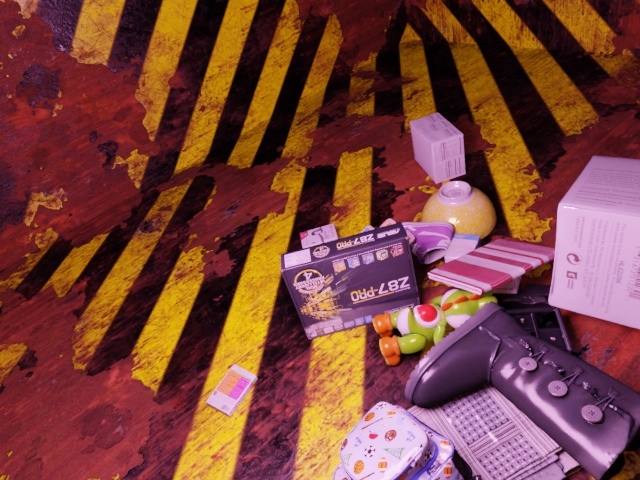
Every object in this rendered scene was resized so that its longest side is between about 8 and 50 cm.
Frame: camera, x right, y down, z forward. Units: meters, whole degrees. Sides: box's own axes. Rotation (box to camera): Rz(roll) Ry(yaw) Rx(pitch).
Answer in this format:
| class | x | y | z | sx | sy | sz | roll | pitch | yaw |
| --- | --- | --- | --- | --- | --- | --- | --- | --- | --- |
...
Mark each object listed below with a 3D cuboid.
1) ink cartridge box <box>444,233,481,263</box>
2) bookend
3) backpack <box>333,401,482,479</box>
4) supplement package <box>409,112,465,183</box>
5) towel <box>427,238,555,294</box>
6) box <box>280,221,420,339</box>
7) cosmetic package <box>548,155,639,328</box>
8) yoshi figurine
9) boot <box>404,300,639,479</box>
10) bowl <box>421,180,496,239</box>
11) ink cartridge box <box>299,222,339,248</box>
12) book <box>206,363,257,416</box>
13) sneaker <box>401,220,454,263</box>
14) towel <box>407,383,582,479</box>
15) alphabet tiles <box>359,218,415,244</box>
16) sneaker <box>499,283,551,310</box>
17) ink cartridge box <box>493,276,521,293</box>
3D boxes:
| class | x | y | z | sx | sy | sz | roll | pitch | yaw |
| --- | --- | --- | --- | --- | --- | --- | --- | --- | --- |
| ink cartridge box | 0.490 | 0.058 | 1.631 | 0.089 | 0.092 | 0.143 | 9 | 44 | 32 |
| bookend | 0.603 | 0.270 | 1.330 | 0.157 | 0.073 | 0.156 | -7 | 39 | 16 |
| backpack | 0.162 | 0.518 | 1.049 | 0.263 | 0.213 | 0.276 | -48 | 20 | -13 |
| supplement package | 0.524 | -0.418 | 2.128 | 0.145 | 0.204 | 0.262 | -18 | 37 | -1 |
| towel | 0.523 | 0.077 | 1.437 | 0.328 | 0.037 | 0.237 | -21 | 16 | -23 |
| box | 0.102 | 0.135 | 1.510 | 0.394 | 0.319 | 0.097 | -15 | 37 | 3 |
| cosmetic package | 0.864 | -0.006 | 1.306 | 0.327 | 0.330 | 0.393 | 14 | 35 | 36 |
| yoshi figurine | 0.356 | 0.252 | 1.420 | 0.361 | 0.204 | 0.203 | -24 | 1 | 13 |
| boot | 0.472 | 0.387 | 1.119 | 0.367 | 0.146 | 0.445 | -41 | 47 | -10 |
| bowl | 0.520 | -0.132 | 1.808 | 0.289 | 0.156 | 0.290 | -11 | 38 | 9 |
| ink cartridge box | 0.000 | 0.000 | 1.937 | 0.150 | 0.063 | 0.109 | -17 | 37 | 2 |
| book | -0.276 | 0.470 | 1.485 | 0.096 | 0.035 | 0.144 | 14 | 48 | 32 |
| sneaker | 0.335 | 0.016 | 1.724 | 0.281 | 0.102 | 0.161 | -10 | 41 | 35 |
| towel | 0.411 | 0.478 | 1.163 | 0.311 | 0.056 | 0.324 | -23 | 38 | -7 |
| alphabet tiles | 0.208 | 0.055 | 1.740 | 0.278 | 0.021 | 0.284 | -48 | 39 | 2 |
| sneaker | 0.639 | 0.171 | 1.463 | 0.170 | 0.051 | 0.089 | -1 | 39 | 15 |
| ink cartridge box | 0.569 | 0.111 | 1.503 | 0.115 | 0.067 | 0.198 | -4 | 23 | 33 |
